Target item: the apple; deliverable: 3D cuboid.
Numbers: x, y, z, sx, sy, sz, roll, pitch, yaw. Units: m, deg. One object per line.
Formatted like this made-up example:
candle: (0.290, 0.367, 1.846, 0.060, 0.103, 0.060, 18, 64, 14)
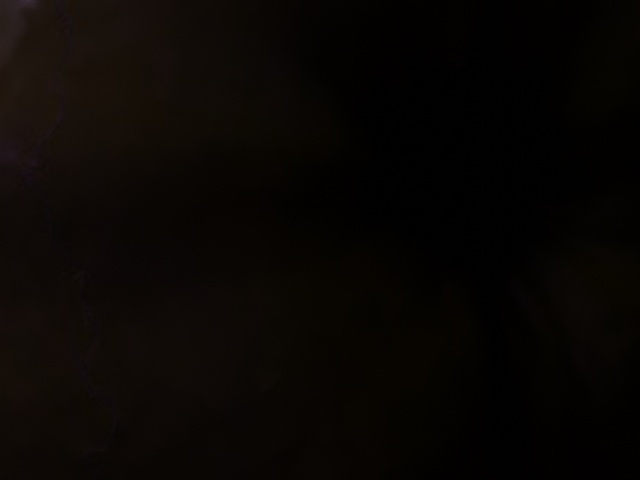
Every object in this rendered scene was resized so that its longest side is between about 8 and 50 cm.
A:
apple: (-0.053, -0.019, 0.551, 0.473, 0.474, 0.473, -25, 10, 5)
